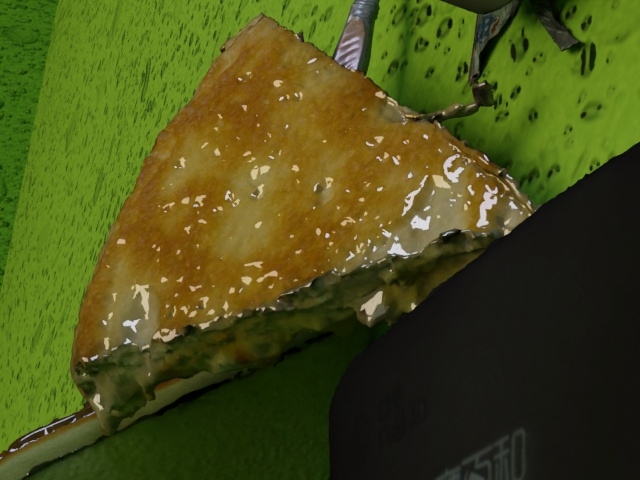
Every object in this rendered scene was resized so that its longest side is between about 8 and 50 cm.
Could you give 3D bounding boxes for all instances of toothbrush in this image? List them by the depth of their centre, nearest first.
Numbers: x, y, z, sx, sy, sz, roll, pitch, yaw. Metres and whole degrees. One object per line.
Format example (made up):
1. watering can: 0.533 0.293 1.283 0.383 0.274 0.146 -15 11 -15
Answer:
1. toothbrush: 0.017 -0.109 0.691 0.037 0.028 0.375 72 -148 -70

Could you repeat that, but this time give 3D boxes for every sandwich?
1. sandwich: -0.063 0.179 0.663 0.063 0.244 0.212 33 142 62

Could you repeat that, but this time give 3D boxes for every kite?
1. kite: 0.114 -0.145 0.579 0.157 0.011 0.139 -102 32 -49

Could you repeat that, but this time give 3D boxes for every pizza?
1. pizza: 0.000 0.000 0.566 0.287 0.075 0.280 13 66 39

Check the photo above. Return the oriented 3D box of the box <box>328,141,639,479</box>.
1. box: 0.090 0.136 0.378 0.290 0.073 0.289 -46 38 49

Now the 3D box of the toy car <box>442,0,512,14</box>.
1. toy car: 0.060 -0.319 0.523 0.242 0.226 0.336 -44 35 51
